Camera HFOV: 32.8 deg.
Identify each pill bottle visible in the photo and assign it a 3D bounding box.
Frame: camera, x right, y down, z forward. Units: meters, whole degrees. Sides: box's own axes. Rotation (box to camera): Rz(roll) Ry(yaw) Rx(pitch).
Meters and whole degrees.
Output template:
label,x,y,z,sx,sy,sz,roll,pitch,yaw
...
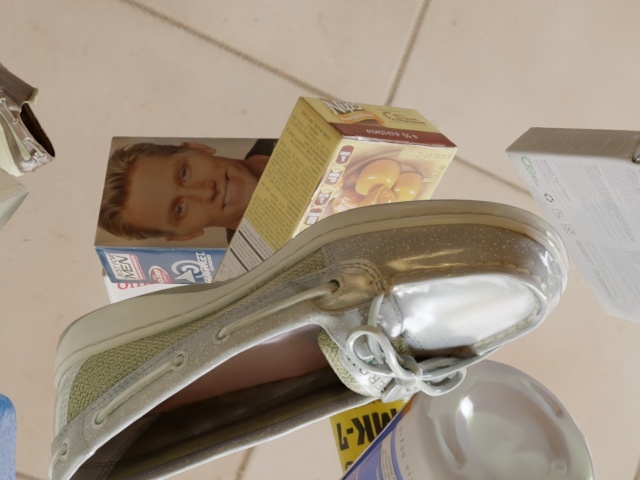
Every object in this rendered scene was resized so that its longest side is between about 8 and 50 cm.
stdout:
label,x,y,z,sx,sy,sz,roll,pitch,yaw
pill bottle,0.082,0.268,1.406,0.119,0.119,0.208,-9,74,-20
pill bottle,0.084,0.227,0.874,0.152,0.272,0.152,17,45,-18

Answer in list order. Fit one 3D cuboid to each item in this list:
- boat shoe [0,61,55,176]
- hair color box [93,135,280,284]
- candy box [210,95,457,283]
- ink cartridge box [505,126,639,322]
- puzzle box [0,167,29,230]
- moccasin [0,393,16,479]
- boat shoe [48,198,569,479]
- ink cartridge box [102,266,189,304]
label,x,y,z,sx,sy,sz,roll,pitch,yaw
boat shoe,-0.455,-0.214,1.581,0.095,0.095,0.257,-12,130,3
hair color box,-0.107,-0.038,1.428,0.347,0.105,0.173,0,61,4
candy box,0.000,0.000,1.207,0.183,0.087,0.316,0,127,-43
ink cartridge box,0.294,-0.003,0.970,0.045,0.224,0.223,-43,114,-14
puzzle box,-0.319,0.133,0.529,0.052,0.272,0.409,39,100,-5
moccasin,-0.555,0.402,1.720,0.117,0.138,0.341,8,91,12
boat shoe,-0.014,0.068,0.613,0.320,0.103,0.118,-16,139,17
ink cartridge box,-0.250,0.124,1.890,0.198,0.114,0.272,-10,121,-2
